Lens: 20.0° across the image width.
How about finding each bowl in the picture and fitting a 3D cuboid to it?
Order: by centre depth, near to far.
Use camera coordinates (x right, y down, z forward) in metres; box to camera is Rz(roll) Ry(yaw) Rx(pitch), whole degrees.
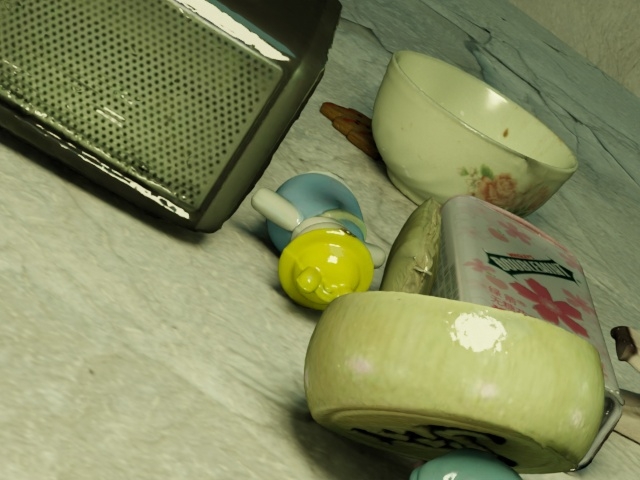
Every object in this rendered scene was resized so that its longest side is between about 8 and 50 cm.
[{"bbox_3d":[0.175,-0.113,2.299,0.277,0.145,0.277,29,20,-12],"label":"bowl"}]

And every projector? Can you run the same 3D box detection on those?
[{"bbox_3d":[-0.203,-0.226,1.852,0.405,0.242,0.395,31,16,-7],"label":"projector"}]

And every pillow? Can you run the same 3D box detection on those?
[{"bbox_3d":[0.091,0.034,1.837,0.053,0.119,0.208,15,18,4],"label":"pillow"}]

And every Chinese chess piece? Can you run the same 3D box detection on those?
[{"bbox_3d":[0.110,0.120,1.500,0.250,0.101,0.250,12,-15,3],"label":"Chinese chess piece"}]

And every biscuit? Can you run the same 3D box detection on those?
[{"bbox_3d":[0.061,-0.141,2.386,0.119,0.019,0.130,22,22,-27],"label":"biscuit"}]

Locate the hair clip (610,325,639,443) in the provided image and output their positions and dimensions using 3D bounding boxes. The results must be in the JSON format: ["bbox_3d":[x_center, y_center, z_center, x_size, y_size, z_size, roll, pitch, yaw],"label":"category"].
[{"bbox_3d":[0.432,0.210,1.967,0.330,0.101,0.085,30,15,-12],"label":"hair clip"}]

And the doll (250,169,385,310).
[{"bbox_3d":[-0.001,0.000,1.814,0.135,0.098,0.241,61,9,-24],"label":"doll"}]

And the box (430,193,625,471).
[{"bbox_3d":[0.201,0.086,1.892,0.190,0.112,0.370,27,19,-10],"label":"box"}]

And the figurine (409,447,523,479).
[{"bbox_3d":[0.118,0.245,1.367,0.205,0.103,0.260,34,17,6],"label":"figurine"}]
